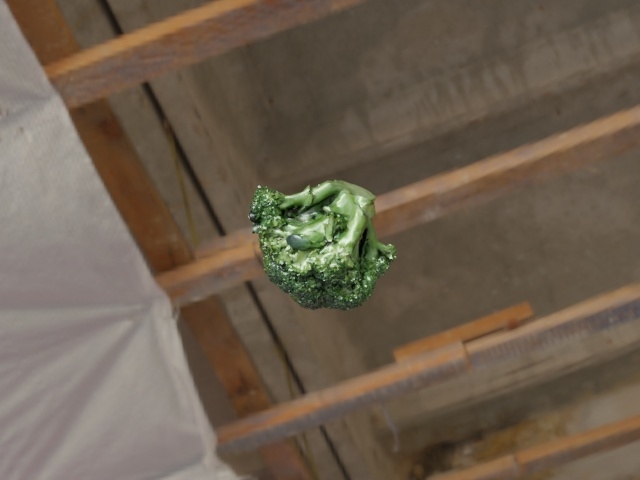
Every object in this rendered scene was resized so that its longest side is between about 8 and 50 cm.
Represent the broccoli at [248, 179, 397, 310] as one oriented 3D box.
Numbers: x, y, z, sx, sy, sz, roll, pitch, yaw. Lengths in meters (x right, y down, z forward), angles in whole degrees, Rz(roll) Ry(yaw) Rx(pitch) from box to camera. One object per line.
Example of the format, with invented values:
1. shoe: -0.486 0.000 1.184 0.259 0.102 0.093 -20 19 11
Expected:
1. broccoli: 0.000 0.000 1.418 0.195 0.195 0.156 13 -70 -27
